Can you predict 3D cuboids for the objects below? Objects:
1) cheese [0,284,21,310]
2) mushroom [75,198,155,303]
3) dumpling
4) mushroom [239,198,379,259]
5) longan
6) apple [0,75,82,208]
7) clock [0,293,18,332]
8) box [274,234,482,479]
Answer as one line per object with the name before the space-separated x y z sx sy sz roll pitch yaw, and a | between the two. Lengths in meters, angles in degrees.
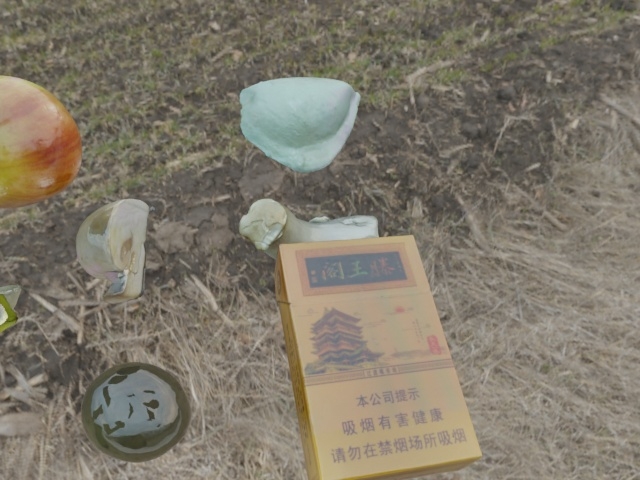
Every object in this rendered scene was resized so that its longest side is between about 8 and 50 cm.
cheese | -0.639 0.135 0.931 0.034 0.085 0.400 31 16 13
mushroom | -0.494 0.015 1.338 0.162 0.173 0.236 -4 74 14
dumpling | -0.029 -0.200 1.008 0.216 0.149 0.105 -10 23 -15
mushroom | -0.001 0.001 0.847 0.278 0.096 0.099 10 65 -44
longan | -0.364 0.335 1.175 0.220 0.197 0.196 11 47 38
apple | -0.646 -0.200 1.231 0.285 0.286 0.233 13 33 12
clock | -0.377 0.091 0.464 0.071 0.277 0.294 -1 36 9
box | 0.052 0.130 0.682 0.174 0.076 0.274 -3 58 -15
